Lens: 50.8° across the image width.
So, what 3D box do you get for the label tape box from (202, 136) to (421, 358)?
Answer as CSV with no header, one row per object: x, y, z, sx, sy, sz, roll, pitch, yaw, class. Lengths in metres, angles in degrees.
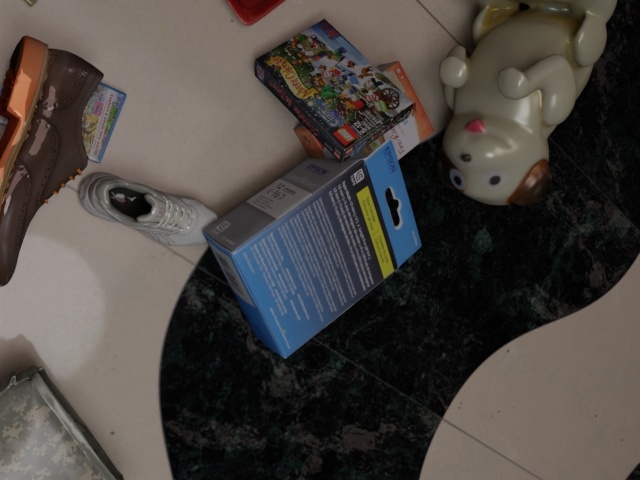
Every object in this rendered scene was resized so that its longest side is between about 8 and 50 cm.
0.000,0.000,1.183,0.348,0.115,0.249,-38,128,-22,label tape box

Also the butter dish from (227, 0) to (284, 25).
-0.094,-0.463,1.099,0.160,0.118,0.160,-43,113,-17,butter dish

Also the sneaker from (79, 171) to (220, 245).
-0.257,-0.039,1.064,0.232,0.115,0.090,15,89,-29,sneaker

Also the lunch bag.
-0.445,0.346,0.981,0.235,0.169,0.287,-35,116,-21,lunch bag

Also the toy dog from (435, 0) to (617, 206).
0.365,-0.271,1.320,0.407,0.285,0.395,-67,155,-7,toy dog

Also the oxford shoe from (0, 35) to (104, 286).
-0.405,-0.094,0.964,0.133,0.130,0.363,13,98,-35,oxford shoe

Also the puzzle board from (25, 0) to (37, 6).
-0.438,-0.421,0.977,0.128,0.011,0.096,46,73,-26,puzzle board

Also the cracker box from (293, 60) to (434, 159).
0.085,-0.206,1.259,0.232,0.067,0.155,-40,113,-18,cracker box

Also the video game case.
-0.395,-0.204,1.026,0.166,0.015,0.119,22,85,-29,video game case

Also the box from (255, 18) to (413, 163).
0.021,-0.260,1.153,0.159,0.044,0.233,-37,73,-21,box
